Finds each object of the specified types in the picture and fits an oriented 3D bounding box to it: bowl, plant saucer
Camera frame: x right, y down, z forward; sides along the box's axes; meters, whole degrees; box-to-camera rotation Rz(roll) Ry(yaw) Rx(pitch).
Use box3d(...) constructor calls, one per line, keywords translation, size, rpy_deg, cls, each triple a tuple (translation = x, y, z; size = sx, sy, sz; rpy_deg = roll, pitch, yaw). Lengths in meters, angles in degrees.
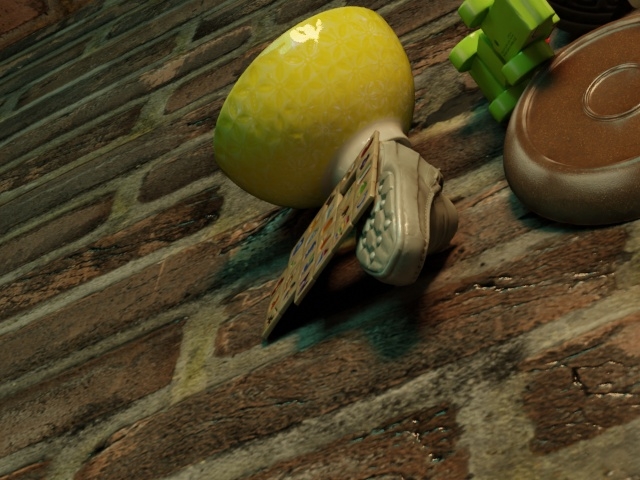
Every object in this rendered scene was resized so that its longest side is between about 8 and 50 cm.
box3d(translation=(0.025, -0.135, 1.736), size=(0.289, 0.289, 0.156), rpy_deg=(-37, 63, -13), cls="bowl")
box3d(translation=(0.333, -0.149, 1.486), size=(0.310, 0.050, 0.311), rpy_deg=(-22, 40, 20), cls="plant saucer")

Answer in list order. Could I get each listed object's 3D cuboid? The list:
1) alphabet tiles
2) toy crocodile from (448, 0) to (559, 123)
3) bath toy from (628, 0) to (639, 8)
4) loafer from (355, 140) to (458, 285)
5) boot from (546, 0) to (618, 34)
box3d(translation=(0.000, 0.000, 1.580), size=(0.237, 0.009, 0.198), rpy_deg=(-55, 11, 23), cls="alphabet tiles")
box3d(translation=(0.235, -0.239, 1.672), size=(0.105, 0.115, 0.340), rpy_deg=(-35, -12, -8), cls="toy crocodile")
box3d(translation=(0.515, -0.408, 1.791), size=(0.129, 0.151, 0.348), rpy_deg=(30, 50, 13), cls="bath toy")
box3d(translation=(0.104, -0.030, 1.525), size=(0.319, 0.111, 0.112), rpy_deg=(-84, 17, -67), cls="loafer")
box3d(translation=(0.376, -0.478, 1.889), size=(0.260, 0.131, 0.348), rpy_deg=(-86, 15, -60), cls="boot")
